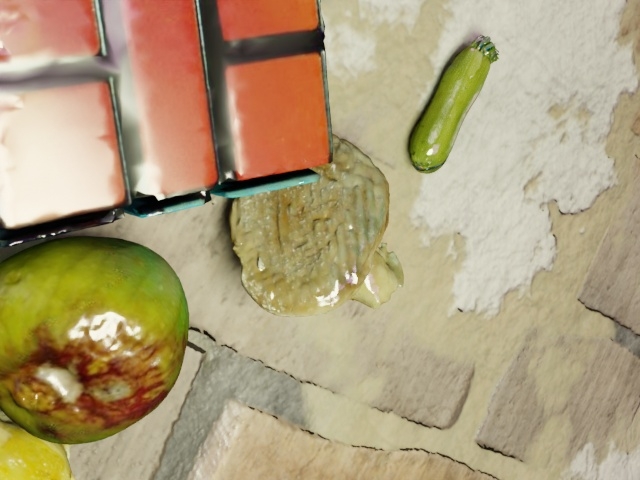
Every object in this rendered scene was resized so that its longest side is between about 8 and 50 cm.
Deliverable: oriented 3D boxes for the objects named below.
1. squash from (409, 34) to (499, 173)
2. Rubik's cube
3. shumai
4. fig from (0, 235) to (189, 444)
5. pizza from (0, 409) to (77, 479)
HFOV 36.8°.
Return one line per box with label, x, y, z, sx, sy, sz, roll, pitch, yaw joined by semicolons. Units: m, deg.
squash;0.153;-0.159;1.125;0.052;0.052;0.183;35;79;-35
Rubik's cube;-0.185;-0.172;0.734;0.283;0.288;0.293;-12;104;-35
shumai;0.000;0.000;1.004;0.153;0.161;0.209;59;28;-59
fig;-0.202;0.077;0.844;0.191;0.181;0.181;-46;126;-53
pizza;-0.298;0.212;0.849;0.188;0.080;0.204;-9;102;-35
